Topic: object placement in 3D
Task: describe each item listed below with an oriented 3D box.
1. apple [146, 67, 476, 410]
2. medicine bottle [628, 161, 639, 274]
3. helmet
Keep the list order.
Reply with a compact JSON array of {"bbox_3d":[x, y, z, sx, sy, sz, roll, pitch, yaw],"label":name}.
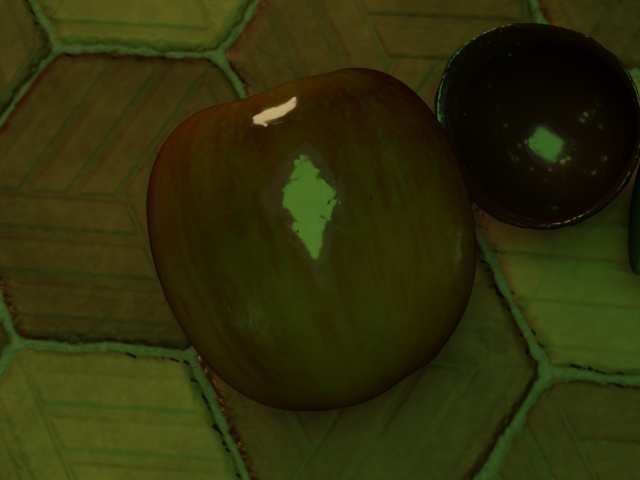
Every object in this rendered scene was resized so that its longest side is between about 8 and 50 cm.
[{"bbox_3d":[0.000,0.000,1.085,0.242,0.242,0.241,-17,91,1],"label":"apple"},{"bbox_3d":[0.313,-0.033,1.099,0.143,0.147,0.147,9,81,7],"label":"medicine bottle"},{"bbox_3d":[0.180,-0.085,1.138,0.175,0.106,0.155,33,97,22],"label":"helmet"}]
